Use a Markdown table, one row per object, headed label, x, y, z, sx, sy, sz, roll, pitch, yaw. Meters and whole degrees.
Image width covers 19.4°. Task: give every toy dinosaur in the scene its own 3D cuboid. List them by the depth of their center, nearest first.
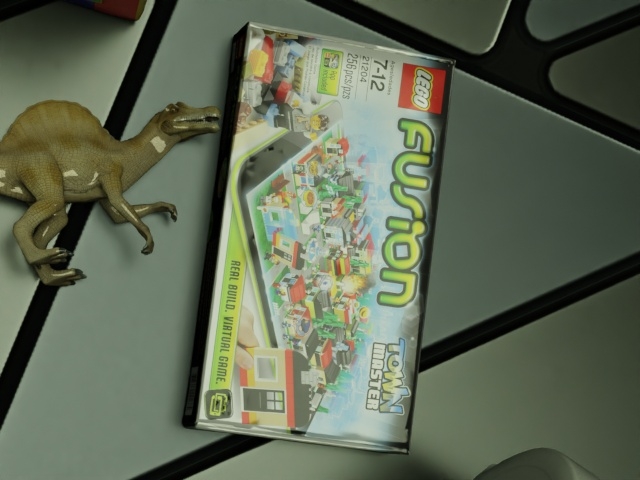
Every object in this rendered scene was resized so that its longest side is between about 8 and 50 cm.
| label | x | y | z | sx | sy | sz | roll | pitch | yaw |
| --- | --- | --- | --- | --- | --- | --- | --- | --- | --- |
| toy dinosaur | -0.137 | -0.028 | 0.926 | 0.183 | 0.053 | 0.093 | -6 | 71 | -22 |

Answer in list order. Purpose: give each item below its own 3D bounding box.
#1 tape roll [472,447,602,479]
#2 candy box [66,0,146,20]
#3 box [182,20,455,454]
| label | x | y | z | sx | sy | sz | roll | pitch | yaw |
| --- | --- | --- | --- | --- | --- | --- | --- | --- | --- |
| tape roll | 0.106 | 0.240 | 0.853 | 0.169 | 0.246 | 0.246 | 34 | 78 | -9 |
| candy box | -0.085 | -0.288 | 0.842 | 0.122 | 0.268 | 0.317 | 17 | 82 | -8 |
| box | 0.000 | 0.000 | 0.955 | 0.114 | 0.036 | 0.207 | 8 | 83 | -13 |
